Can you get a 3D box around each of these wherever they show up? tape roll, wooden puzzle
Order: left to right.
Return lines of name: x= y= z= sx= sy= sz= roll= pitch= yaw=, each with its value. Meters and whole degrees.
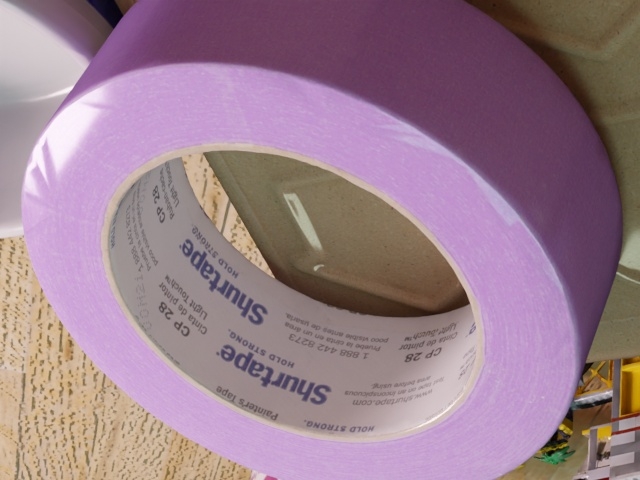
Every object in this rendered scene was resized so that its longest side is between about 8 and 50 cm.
tape roll: x=0.000 y=0.000 z=0.872 sx=0.275 sy=0.090 sz=0.275 roll=14 pitch=136 yaw=13
wooden puzzle: x=0.083 y=-0.076 z=0.880 sx=0.322 sy=0.080 sz=0.348 roll=-10 pitch=127 yaw=34

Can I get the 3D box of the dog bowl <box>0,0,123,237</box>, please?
dog bowl: x=-0.222 y=-0.111 z=0.988 sx=0.265 sy=0.104 sz=0.265 roll=6 pitch=150 yaw=3

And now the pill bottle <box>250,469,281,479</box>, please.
pill bottle: x=0.017 y=0.251 z=1.362 sx=0.160 sy=0.283 sz=0.160 roll=5 pitch=149 yaw=3

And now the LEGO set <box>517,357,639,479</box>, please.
LEGO set: x=0.130 y=0.095 z=1.166 sx=0.255 sy=0.192 sz=0.331 roll=-13 pitch=143 yaw=30
